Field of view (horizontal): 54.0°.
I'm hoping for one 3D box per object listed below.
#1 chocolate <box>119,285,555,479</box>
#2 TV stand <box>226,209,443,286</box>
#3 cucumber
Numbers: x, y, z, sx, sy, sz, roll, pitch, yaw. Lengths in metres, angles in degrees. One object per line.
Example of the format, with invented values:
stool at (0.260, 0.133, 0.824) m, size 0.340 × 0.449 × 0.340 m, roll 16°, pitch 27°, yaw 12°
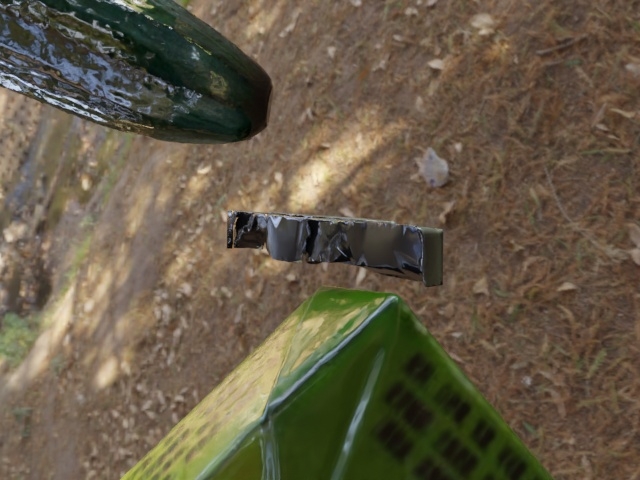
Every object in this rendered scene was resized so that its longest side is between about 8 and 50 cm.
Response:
chocolate at (0.013, 0.218, 0.448) m, size 0.288 × 0.301 × 0.137 m, roll -44°, pitch 22°, yaw -7°
TV stand at (0.000, 0.000, 0.455) m, size 0.249 × 0.042 × 0.036 m, roll 8°, pitch 96°, yaw 58°
cucumber at (-0.146, -0.142, 0.446) m, size 0.063 × 0.243 × 0.115 m, roll 164°, pitch 125°, yaw -80°
